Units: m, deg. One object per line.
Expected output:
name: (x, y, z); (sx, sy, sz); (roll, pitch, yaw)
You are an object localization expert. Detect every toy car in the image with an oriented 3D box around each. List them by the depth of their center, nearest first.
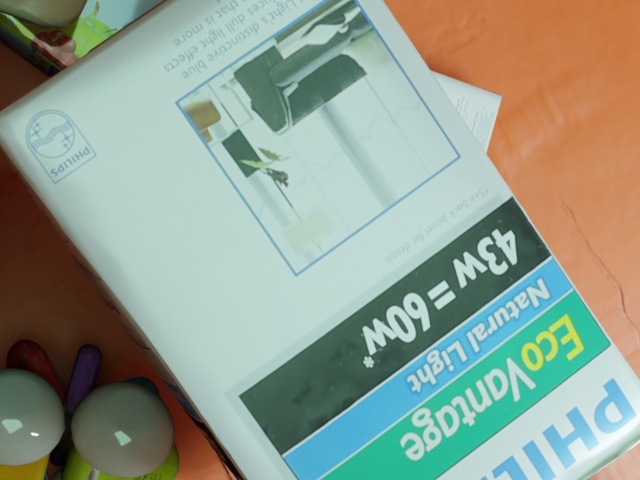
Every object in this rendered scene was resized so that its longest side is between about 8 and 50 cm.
toy car: (-0.197, 0.140, 1.121); (0.182, 0.159, 0.136); (8, 49, -14)

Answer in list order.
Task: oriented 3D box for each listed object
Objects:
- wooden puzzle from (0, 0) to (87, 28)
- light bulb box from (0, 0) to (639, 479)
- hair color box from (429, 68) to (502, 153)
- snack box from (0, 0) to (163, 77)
wooden puzzle: (-0.290, -0.353, 1.083); (0.348, 0.080, 0.322); (19, 77, 5)
light bulb box: (-0.019, 0.016, 0.975); (0.225, 0.358, 0.361); (-36, 97, -7)
hair color box: (0.074, -0.109, 1.242); (0.141, 0.043, 0.072); (19, 83, -14)
snack box: (-0.210, -0.236, 1.159); (0.207, 0.070, 0.174); (37, 79, -11)
